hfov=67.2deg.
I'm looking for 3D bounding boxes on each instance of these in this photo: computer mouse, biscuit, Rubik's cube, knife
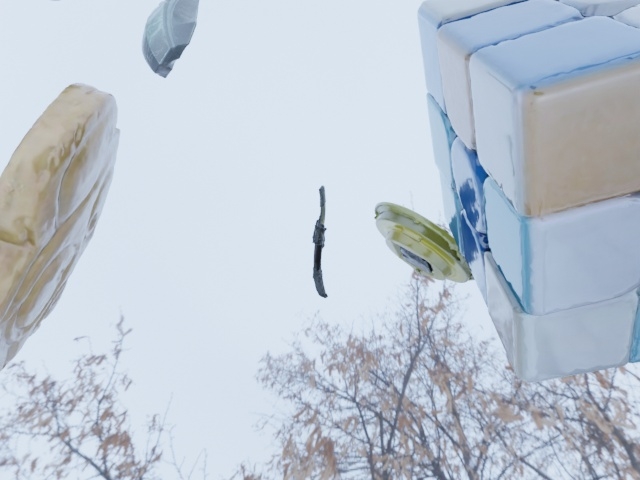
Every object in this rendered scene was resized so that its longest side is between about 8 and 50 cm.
[{"bbox_3d":[-0.284,-0.399,0.892,0.071,0.231,0.126,23,-42,-32],"label":"computer mouse"},{"bbox_3d":[-0.273,0.008,0.486,0.051,0.269,0.376,26,-41,-17],"label":"biscuit"},{"bbox_3d":[0.327,-0.106,0.535,0.346,0.347,0.345,-13,-56,5],"label":"Rubik's cube"},{"bbox_3d":[-0.004,0.000,0.932,0.021,0.045,0.222,-6,-99,37],"label":"knife"}]

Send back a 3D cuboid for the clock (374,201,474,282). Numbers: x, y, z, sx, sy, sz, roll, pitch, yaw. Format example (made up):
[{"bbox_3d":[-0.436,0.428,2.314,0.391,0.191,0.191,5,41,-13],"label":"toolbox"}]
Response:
[{"bbox_3d":[0.186,0.017,0.899,0.237,0.237,0.057,37,-98,-2],"label":"clock"}]
